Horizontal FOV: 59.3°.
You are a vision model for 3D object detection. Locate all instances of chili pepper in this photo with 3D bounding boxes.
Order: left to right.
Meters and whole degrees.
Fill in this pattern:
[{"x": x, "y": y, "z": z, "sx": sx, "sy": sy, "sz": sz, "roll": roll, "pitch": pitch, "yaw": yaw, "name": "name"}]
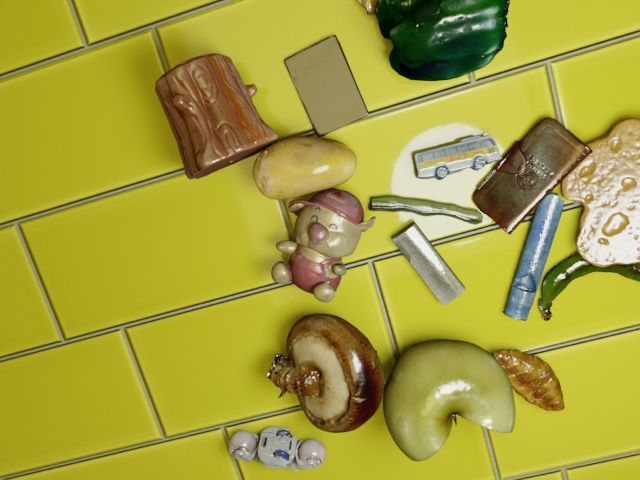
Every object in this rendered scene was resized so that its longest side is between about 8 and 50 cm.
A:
[{"x": 0.248, "y": -0.453, "z": 1.143, "sx": 0.256, "sy": 0.248, "sz": 0.234, "roll": -15, "pitch": 78, "yaw": 8, "name": "chili pepper"}]

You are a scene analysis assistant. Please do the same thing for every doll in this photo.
[{"x": 0.001, "y": 0.001, "z": 1.296, "sx": 0.196, "sy": 0.152, "sz": 0.256, "roll": 19, "pitch": 99, "yaw": -14, "name": "doll"}]

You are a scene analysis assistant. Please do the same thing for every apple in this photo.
[{"x": 0.283, "y": 0.342, "z": 1.295, "sx": 0.294, "sy": 0.258, "sz": 0.234, "roll": -14, "pitch": 100, "yaw": 4, "name": "apple"}]

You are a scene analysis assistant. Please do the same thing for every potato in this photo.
[{"x": -0.035, "y": -0.164, "z": 1.252, "sx": 0.233, "sy": 0.150, "sz": 0.146, "roll": -15, "pitch": 128, "yaw": -1, "name": "potato"}]

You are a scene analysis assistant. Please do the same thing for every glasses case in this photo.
[{"x": 0.258, "y": 0.055, "z": 1.341, "sx": 0.070, "sy": 0.047, "sz": 0.205, "roll": -37, "pitch": 98, "yaw": 12, "name": "glasses case"}]

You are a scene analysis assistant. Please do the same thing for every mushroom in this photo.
[{"x": 0.020, "y": 0.314, "z": 1.338, "sx": 0.278, "sy": 0.163, "sz": 0.298, "roll": 1, "pitch": 104, "yaw": 26, "name": "mushroom"}]

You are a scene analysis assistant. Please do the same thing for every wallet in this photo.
[{"x": 0.465, "y": -0.148, "z": 1.266, "sx": 0.137, "sy": 0.031, "sz": 0.255, "roll": 45, "pitch": 104, "yaw": 15, "name": "wallet"}]

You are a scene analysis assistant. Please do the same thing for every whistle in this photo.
[{"x": 0.499, "y": 0.037, "z": 1.313, "sx": 0.062, "sy": 0.062, "sz": 0.305, "roll": 13, "pitch": 103, "yaw": 1, "name": "whistle"}]

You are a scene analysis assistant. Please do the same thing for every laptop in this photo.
[{"x": 0.014, "y": -0.350, "z": 1.288, "sx": 0.135, "sy": 0.016, "sz": 0.197, "roll": -22, "pitch": 98, "yaw": 10, "name": "laptop"}]

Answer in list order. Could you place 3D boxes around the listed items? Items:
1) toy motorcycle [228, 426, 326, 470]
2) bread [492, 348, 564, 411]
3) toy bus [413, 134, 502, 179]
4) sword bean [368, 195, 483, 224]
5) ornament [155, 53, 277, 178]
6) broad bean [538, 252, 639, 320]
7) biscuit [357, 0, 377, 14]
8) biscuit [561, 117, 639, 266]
[{"x": -0.113, "y": 0.550, "z": 1.459, "sx": 0.254, "sy": 0.112, "sz": 0.113, "roll": 7, "pitch": 103, "yaw": 1, "name": "toy motorcycle"}, {"x": 0.506, "y": 0.325, "z": 1.367, "sx": 0.233, "sy": 0.076, "sz": 0.105, "roll": 38, "pitch": 114, "yaw": -11, "name": "bread"}, {"x": 0.308, "y": -0.185, "z": 1.279, "sx": 0.190, "sy": 0.064, "sz": 0.075, "roll": -15, "pitch": 89, "yaw": 7, "name": "toy bus"}, {"x": 0.247, "y": -0.072, "z": 1.319, "sx": 0.269, "sy": 0.038, "sz": 0.043, "roll": 8, "pitch": 115, "yaw": 2, "name": "sword bean"}, {"x": -0.243, "y": -0.270, "z": 1.228, "sx": 0.235, "sy": 0.221, "sz": 0.218, "roll": -21, "pitch": 96, "yaw": 30, "name": "ornament"}, {"x": 0.645, "y": 0.086, "z": 1.322, "sx": 0.291, "sy": 0.049, "sz": 0.144, "roll": -21, "pitch": 106, "yaw": 11, "name": "broad bean"}, {"x": 0.111, "y": -0.584, "z": 1.205, "sx": 0.118, "sy": 0.061, "sz": 0.183, "roll": -19, "pitch": 102, "yaw": 6, "name": "biscuit"}, {"x": 0.699, "y": -0.105, "z": 1.224, "sx": 0.351, "sy": 0.057, "sz": 0.312, "roll": -35, "pitch": 78, "yaw": 23, "name": "biscuit"}]
